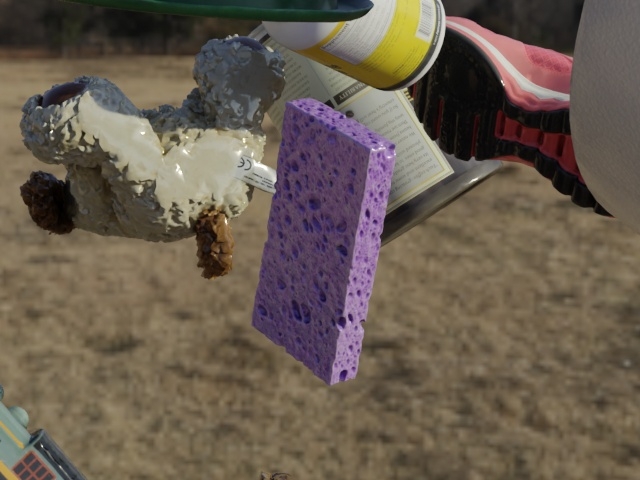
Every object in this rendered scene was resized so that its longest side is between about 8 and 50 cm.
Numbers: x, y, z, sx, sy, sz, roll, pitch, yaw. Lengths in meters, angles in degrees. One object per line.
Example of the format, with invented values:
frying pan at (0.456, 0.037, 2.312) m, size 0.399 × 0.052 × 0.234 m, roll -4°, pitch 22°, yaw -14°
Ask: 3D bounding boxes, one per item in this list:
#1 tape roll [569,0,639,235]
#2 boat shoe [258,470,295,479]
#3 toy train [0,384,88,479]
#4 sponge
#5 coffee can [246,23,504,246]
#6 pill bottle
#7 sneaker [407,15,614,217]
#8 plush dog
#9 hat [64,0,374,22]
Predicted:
tape roll at (0.287, -0.149, 0.728) m, size 0.392 × 0.392 × 0.072 m, roll -8°, pitch 39°, yaw -43°
boat shoe at (-0.042, 0.306, 1.641) m, size 0.073 × 0.073 × 0.207 m, roll 15°, pitch 6°, yaw 0°
toy train at (-0.373, 0.209, 1.391) m, size 0.190 × 0.334 × 0.142 m, roll -44°, pitch 11°, yaw -24°
sponge at (0.000, 0.000, 1.174) m, size 0.031 × 0.210 × 0.117 m, roll -10°, pitch 30°, yaw -36°
coffee can at (0.053, -0.146, 1.659) m, size 0.201 × 0.275 × 0.201 m, roll -32°, pitch -3°, yaw -2°
pill bottle at (0.014, -0.201, 1.230) m, size 0.184 × 0.103 × 0.103 m, roll 19°, pitch -5°, yaw -42°
sneaker at (0.210, -0.121, 1.322) m, size 0.136 × 0.116 × 0.314 m, roll -22°, pitch 44°, yaw -41°
plush dog at (-0.157, -0.063, 1.377) m, size 0.262 × 0.211 × 0.225 m, roll -21°, pitch 6°, yaw -26°
hat at (-0.046, -0.208, 0.713) m, size 0.208 × 0.184 × 0.173 m, roll 13°, pitch 17°, yaw 32°
